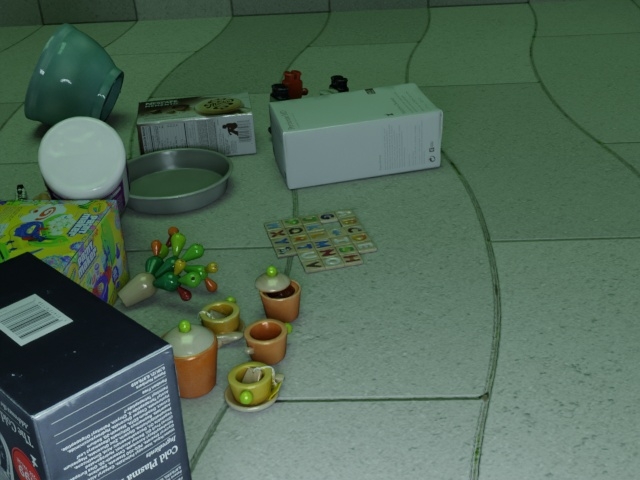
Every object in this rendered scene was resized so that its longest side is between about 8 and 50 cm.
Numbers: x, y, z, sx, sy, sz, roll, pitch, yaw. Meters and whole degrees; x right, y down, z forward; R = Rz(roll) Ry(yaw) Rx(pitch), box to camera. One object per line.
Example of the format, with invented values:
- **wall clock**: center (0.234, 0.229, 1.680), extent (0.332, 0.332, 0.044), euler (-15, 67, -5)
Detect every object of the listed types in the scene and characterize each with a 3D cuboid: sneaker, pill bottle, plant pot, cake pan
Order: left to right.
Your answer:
- **sneaker**: center (-0.710, -0.105, 2.054), extent (0.031, 0.037, 0.083), euler (-9, 30, -14)
- **plant pot**: center (-0.679, -0.439, 2.463), extent (0.196, 0.293, 0.293), euler (23, 29, -5)
- **pill bottle**: center (-0.480, -0.125, 1.796), extent (0.169, 0.169, 0.301), euler (-11, -13, -13)
- **cake pan**: center (-0.350, -0.140, 2.058), extent (0.293, 0.054, 0.293), euler (-3, 28, 1)

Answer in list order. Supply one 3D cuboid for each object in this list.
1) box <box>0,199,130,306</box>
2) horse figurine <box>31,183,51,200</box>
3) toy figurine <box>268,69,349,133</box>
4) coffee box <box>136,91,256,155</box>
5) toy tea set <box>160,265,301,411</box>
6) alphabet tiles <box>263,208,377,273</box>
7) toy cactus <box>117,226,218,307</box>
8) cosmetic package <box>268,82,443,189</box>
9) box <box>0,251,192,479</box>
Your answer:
- **box**: center (-0.530, 0.062, 1.569), extent (0.279, 0.177, 0.290), euler (0, 28, 8)
- **horse figurine**: center (-0.671, -0.063, 1.940), extent (0.263, 0.066, 0.174), euler (-13, 29, -17)
- **toy figurine**: center (-0.030, -0.357, 2.345), extent (0.209, 0.148, 0.213), euler (7, 27, 8)
- **coffee box**: center (-0.324, -0.296, 2.277), extent (0.297, 0.119, 0.168), euler (-6, 29, -5)
- **toy tea set**: center (-0.139, 0.136, 1.438), extent (0.200, 0.124, 0.336), euler (2, 29, 11)
- **alphabet tiles**: center (0.000, 0.000, 1.801), extent (0.198, 0.009, 0.237), euler (-9, 28, -11)
- **toy cactus**: center (-0.295, 0.068, 1.642), extent (0.180, 0.112, 0.219), euler (-34, 39, -14)
- **cosmetic package**: center (0.080, -0.258, 2.120), extent (0.384, 0.156, 0.217), euler (-9, 30, -12)
- **box**: center (-0.331, 0.231, 1.087), extent (0.179, 0.313, 0.343), euler (-27, 35, -36)
